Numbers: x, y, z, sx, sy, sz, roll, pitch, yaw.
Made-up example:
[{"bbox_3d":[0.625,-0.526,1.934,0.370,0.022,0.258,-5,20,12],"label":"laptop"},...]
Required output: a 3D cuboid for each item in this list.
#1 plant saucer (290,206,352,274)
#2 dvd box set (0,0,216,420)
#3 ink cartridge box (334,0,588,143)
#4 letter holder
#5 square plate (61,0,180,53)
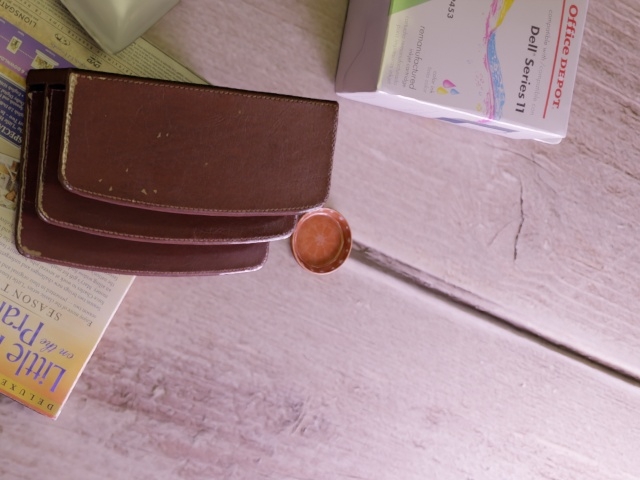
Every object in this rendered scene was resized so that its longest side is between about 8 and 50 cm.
[{"bbox_3d":[0.000,0.000,1.657,0.084,0.013,0.083,-3,96,-28],"label":"plant saucer"},{"bbox_3d":[-0.318,-0.057,1.463,0.308,0.062,0.420,32,79,-26],"label":"dvd box set"},{"bbox_3d":[0.211,-0.246,1.685,0.354,0.119,0.207,10,89,-27],"label":"ink cartridge box"},{"bbox_3d":[-0.155,-0.060,1.431,0.302,0.152,0.214,4,94,-28],"label":"letter holder"},{"bbox_3d":[-0.211,-0.434,1.446,0.347,0.049,0.344,-44,98,-21],"label":"square plate"}]
